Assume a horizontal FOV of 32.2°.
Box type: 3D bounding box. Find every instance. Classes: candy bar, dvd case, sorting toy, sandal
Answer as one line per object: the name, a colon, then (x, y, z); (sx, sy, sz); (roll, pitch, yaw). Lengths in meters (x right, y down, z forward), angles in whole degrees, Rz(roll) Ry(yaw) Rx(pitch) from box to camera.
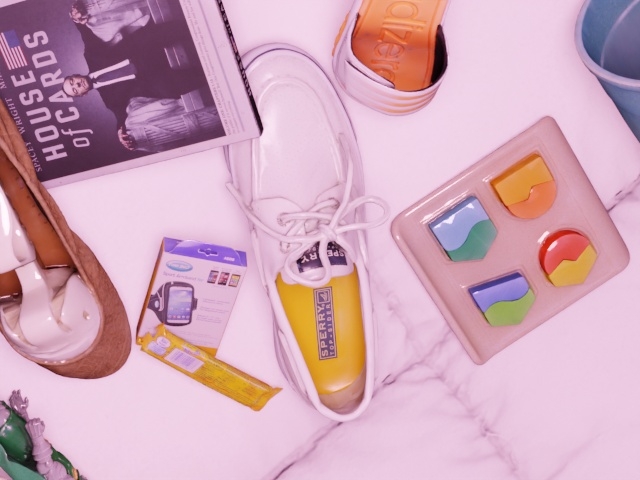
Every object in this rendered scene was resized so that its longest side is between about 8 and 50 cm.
candy bar: (-0.107, 0.127, 1.092); (0.161, 0.018, 0.040); (33, 117, -31)
dvd case: (-0.189, -0.146, 0.965); (0.239, 0.029, 0.179); (-13, 115, 10)
sorting toy: (0.202, 0.004, 1.143); (0.208, 0.038, 0.193); (-35, 109, -3)
sandal: (0.064, -0.169, 0.965); (0.102, 0.265, 0.076); (2, 65, -3)

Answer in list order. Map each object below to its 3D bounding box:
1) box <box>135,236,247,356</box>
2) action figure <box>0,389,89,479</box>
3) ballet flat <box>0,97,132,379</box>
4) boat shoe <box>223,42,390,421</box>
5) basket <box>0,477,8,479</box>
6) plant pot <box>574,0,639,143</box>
box: (-0.122, 0.050, 1.056); (0.081, 0.028, 0.136); (11, 124, -16)
action figure: (-0.290, 0.181, 1.041); (0.063, 0.137, 0.232); (-45, 118, -13)
ballet flat: (-0.261, 0.012, 0.963); (0.116, 0.124, 0.342); (-22, 118, -4)
boat shoe: (-0.008, 0.003, 1.030); (0.136, 0.156, 0.366); (-10, 106, -11)
basket: (-0.259, 0.422, 0.979); (0.328, 0.266, 0.331); (23, 115, -18)
plant pot: (0.416, -0.146, 1.053); (0.272, 0.271, 0.255); (-38, 124, -2)
